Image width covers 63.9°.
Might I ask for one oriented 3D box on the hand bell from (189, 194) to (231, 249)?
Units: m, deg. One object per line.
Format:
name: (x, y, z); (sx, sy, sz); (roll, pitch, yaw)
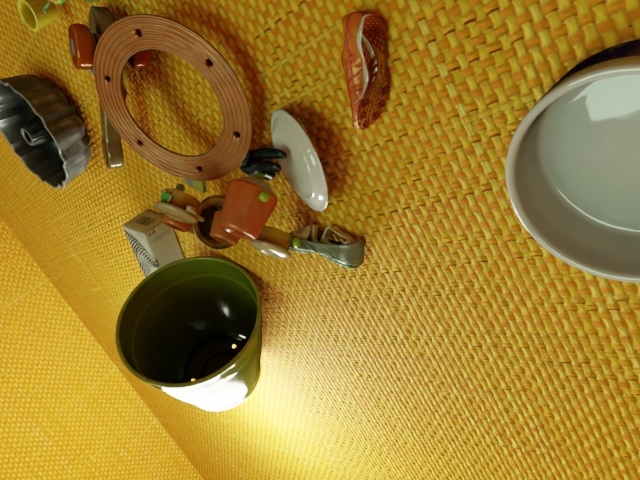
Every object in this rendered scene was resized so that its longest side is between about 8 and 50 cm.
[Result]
hand bell: (-0.293, -0.041, 1.278); (0.242, 0.126, 0.126); (0, 123, 59)

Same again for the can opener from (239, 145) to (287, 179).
can opener: (-0.106, -0.155, 0.986); (0.073, 0.059, 0.186); (14, 177, -23)

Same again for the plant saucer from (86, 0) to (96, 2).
plant saucer: (-0.416, -0.559, 0.959); (0.188, 0.045, 0.188); (12, 130, 37)

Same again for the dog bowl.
dog bowl: (0.361, -0.086, 0.588); (0.264, 0.104, 0.265); (26, 138, 26)

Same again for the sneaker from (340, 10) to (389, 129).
sneaker: (0.064, -0.254, 0.773); (0.067, 0.064, 0.175); (39, 141, 44)

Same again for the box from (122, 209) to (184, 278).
box: (-0.473, 0.054, 1.516); (0.113, 0.094, 0.275); (16, 132, 34)

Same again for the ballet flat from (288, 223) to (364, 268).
ballet flat: (0.000, 0.000, 1.055); (0.213, 0.072, 0.068); (16, 105, 33)

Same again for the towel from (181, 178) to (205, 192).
towel: (-0.311, -0.153, 1.249); (0.083, 0.009, 0.060); (27, 139, 25)

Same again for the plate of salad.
plate of salad: (-0.033, -0.148, 0.941); (0.200, 0.048, 0.200); (51, 160, 28)

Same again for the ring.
ring: (-0.280, -0.262, 0.984); (0.336, 0.032, 0.337); (13, 134, 14)

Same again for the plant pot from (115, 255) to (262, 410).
plant pot: (-0.308, 0.292, 1.405); (0.366, 0.366, 0.353); (26, 150, 25)

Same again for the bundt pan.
bundt pan: (-0.777, -0.318, 1.454); (0.330, 0.124, 0.331); (26, 137, 26)

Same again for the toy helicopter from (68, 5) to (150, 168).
toy helicopter: (-0.479, -0.331, 1.140); (0.235, 0.140, 0.355); (46, 137, 40)

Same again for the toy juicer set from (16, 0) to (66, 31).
toy juicer set: (-0.636, -0.614, 1.038); (0.209, 0.089, 0.329); (-3, 120, 45)

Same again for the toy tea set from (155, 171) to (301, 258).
toy tea set: (-0.198, -0.073, 1.025); (0.336, 0.124, 0.200); (14, 166, 23)
